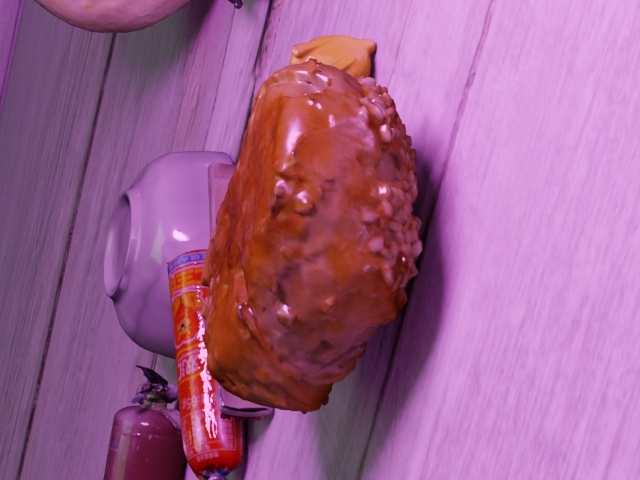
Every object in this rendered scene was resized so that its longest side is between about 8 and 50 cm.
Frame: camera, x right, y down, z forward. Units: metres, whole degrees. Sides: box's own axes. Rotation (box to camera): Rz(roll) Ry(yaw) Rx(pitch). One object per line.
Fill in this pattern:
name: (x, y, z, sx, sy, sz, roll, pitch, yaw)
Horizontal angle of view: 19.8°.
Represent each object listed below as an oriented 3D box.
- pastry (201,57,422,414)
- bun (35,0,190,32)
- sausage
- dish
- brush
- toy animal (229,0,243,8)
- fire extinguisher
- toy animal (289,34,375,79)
pastry: (0.000, 0.000, 1.578, 0.255, 0.162, 0.311, -97, 22, -44)
bun: (-0.257, -0.431, 2.386, 0.326, 0.234, 0.362, -45, 62, 21)
sausage: (-0.121, 0.144, 1.984, 0.074, 0.074, 0.274, 129, 139, -56)
dish: (-0.186, 0.012, 2.184, 0.256, 0.117, 0.256, -171, 90, -70)
brush: (-0.089, 0.054, 1.975, 0.050, 0.060, 0.321, 107, 163, -54)
toy animal: (-0.082, -0.400, 2.127, 0.137, 0.082, 0.269, 176, 102, -70)
fire extinguisher: (-0.210, 0.280, 2.152, 0.105, 0.105, 0.269, -167, 87, -71)
toy animal: (0.007, -0.121, 1.784, 0.070, 0.083, 0.159, 43, 138, 35)
